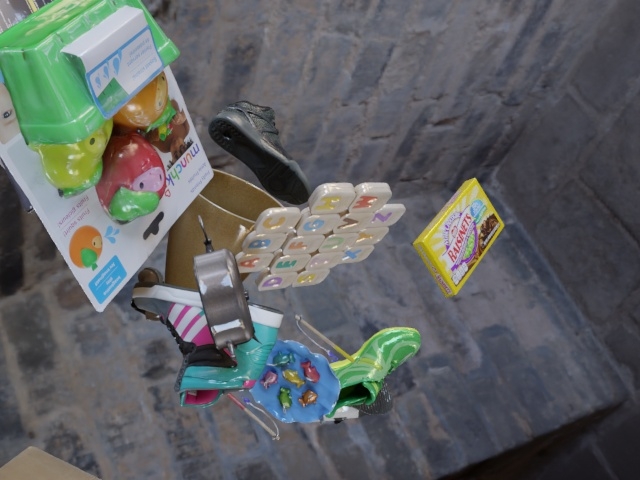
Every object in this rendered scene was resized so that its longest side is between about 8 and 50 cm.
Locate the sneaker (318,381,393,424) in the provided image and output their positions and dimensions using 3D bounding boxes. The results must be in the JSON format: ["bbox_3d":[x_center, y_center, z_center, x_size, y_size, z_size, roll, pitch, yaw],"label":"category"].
[{"bbox_3d":[0.034,0.422,1.775,0.146,0.330,0.123,-47,42,49],"label":"sneaker"}]

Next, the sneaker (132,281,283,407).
[{"bbox_3d":[-0.200,0.169,1.054,0.295,0.123,0.179,8,81,35],"label":"sneaker"}]

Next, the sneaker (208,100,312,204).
[{"bbox_3d":[-0.092,-0.171,1.231,0.227,0.130,0.087,41,129,-14],"label":"sneaker"}]

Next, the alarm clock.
[{"bbox_3d":[-0.132,0.058,0.888,0.129,0.064,0.192,178,74,-83],"label":"alarm clock"}]

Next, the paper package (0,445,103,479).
[{"bbox_3d":[-0.553,0.585,1.246,0.309,0.325,0.168,15,121,23],"label":"paper package"}]

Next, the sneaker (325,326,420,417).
[{"bbox_3d":[0.107,0.298,1.462,0.123,0.295,0.110,44,157,47],"label":"sneaker"}]

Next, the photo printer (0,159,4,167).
[{"bbox_3d":[-0.552,-0.204,1.428,0.107,0.256,0.308,-15,119,43],"label":"photo printer"}]

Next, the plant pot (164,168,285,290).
[{"bbox_3d":[-0.225,0.012,1.389,0.237,0.237,0.254,46,114,43],"label":"plant pot"}]

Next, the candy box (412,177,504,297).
[{"bbox_3d":[0.230,-0.009,1.089,0.027,0.206,0.105,-24,106,48],"label":"candy box"}]

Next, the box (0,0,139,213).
[{"bbox_3d":[-0.431,-0.266,1.150,0.097,0.318,0.395,-26,90,32],"label":"box"}]

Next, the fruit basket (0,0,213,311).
[{"bbox_3d":[-0.267,-0.138,0.888,0.165,0.327,0.353,-1,129,29],"label":"fruit basket"}]

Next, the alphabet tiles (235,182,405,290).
[{"bbox_3d":[0.000,0.000,1.117,0.284,0.277,0.021,-53,50,45],"label":"alphabet tiles"}]

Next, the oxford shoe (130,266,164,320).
[{"bbox_3d":[-0.448,0.134,1.725,0.227,0.096,0.083,-139,45,-55],"label":"oxford shoe"}]

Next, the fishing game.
[{"bbox_3d":[-0.056,0.272,1.244,0.189,0.041,0.264,42,117,-3],"label":"fishing game"}]
